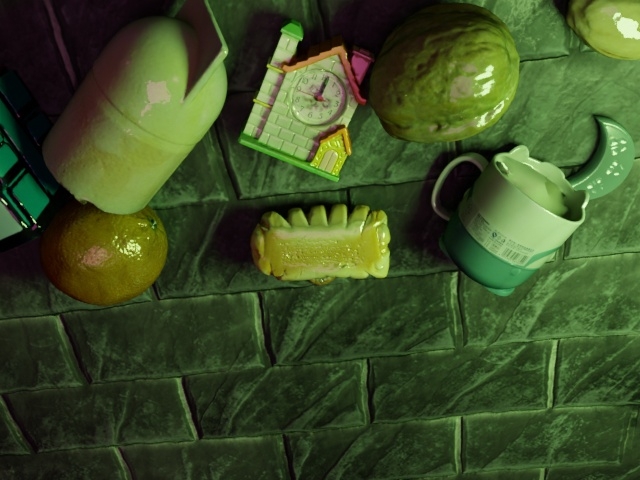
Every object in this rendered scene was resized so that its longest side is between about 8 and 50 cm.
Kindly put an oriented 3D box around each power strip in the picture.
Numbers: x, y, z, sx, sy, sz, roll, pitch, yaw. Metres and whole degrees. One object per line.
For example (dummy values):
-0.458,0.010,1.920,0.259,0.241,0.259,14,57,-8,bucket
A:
0.586,-0.154,1.360,0.137,0.044,0.216,19,120,-11,power strip

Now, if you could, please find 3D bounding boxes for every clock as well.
-0.016,-0.280,1.254,0.219,0.106,0.255,20,119,-11,clock

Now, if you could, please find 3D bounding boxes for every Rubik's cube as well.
-0.697,-0.135,1.252,0.293,0.283,0.288,-21,118,15,Rubik's cube

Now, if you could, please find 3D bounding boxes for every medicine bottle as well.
-0.320,-0.265,1.192,0.235,0.236,0.406,37,116,-20,medicine bottle

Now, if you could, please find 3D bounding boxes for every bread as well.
0.000,0.000,1.417,0.311,0.121,0.173,0,118,1,bread

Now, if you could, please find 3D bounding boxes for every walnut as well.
0.224,-0.305,1.169,0.282,0.227,0.283,-2,84,23,walnut

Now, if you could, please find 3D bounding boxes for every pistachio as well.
0.557,-0.404,1.166,0.226,0.136,0.136,14,121,-15,pistachio

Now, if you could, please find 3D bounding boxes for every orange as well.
-0.460,0.014,1.362,0.264,0.264,0.264,0,122,1,orange

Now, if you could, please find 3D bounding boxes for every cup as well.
0.372,-0.057,1.338,0.289,0.219,0.258,40,125,13,cup

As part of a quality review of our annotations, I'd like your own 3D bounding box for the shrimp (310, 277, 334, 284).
0.017,0.061,1.511,0.127,0.025,0.091,-21,118,16,shrimp
